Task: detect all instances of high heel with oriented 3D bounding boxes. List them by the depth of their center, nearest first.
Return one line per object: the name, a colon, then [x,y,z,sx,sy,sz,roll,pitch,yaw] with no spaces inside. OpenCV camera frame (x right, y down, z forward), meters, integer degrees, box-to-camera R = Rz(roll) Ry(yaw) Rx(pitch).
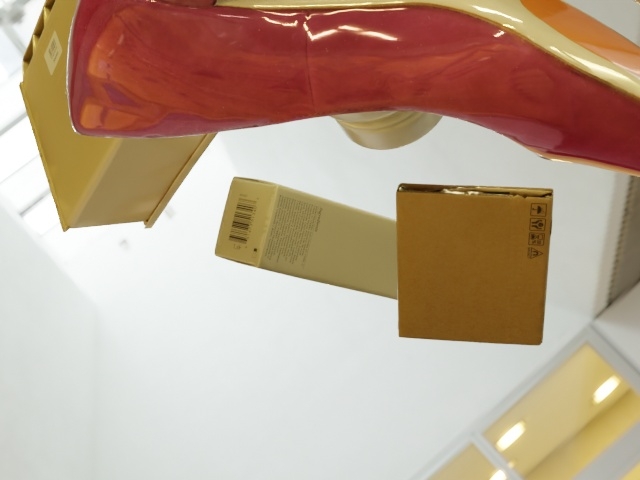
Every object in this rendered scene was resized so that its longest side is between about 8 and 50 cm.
high heel: [0.023,-0.047,0.427,0.082,0.244,0.117,-70,3,-65]

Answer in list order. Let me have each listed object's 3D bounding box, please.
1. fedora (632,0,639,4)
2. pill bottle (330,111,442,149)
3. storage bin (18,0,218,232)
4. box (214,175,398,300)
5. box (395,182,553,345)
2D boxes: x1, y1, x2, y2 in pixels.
fedora: [0.401,-0.279,1.171,0.194,0.194,0.079,6,-90,-60]
pill bottle: [0.030,-0.220,1.154,0.160,0.160,0.283,-41,-35,-3]
storage bin: [-0.254,-0.181,1.396,0.123,0.260,0.262,-9,-22,-32]
box: [0.000,0.000,1.519,0.275,0.094,0.113,17,-93,-44]
box: [0.164,0.028,1.255,0.021,0.164,0.201,-75,-15,-53]
